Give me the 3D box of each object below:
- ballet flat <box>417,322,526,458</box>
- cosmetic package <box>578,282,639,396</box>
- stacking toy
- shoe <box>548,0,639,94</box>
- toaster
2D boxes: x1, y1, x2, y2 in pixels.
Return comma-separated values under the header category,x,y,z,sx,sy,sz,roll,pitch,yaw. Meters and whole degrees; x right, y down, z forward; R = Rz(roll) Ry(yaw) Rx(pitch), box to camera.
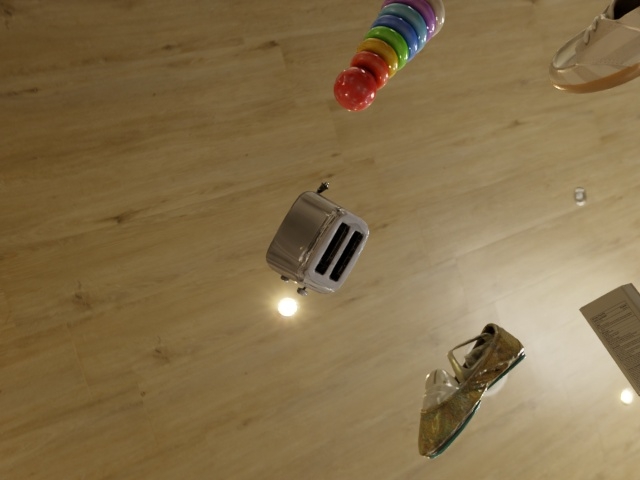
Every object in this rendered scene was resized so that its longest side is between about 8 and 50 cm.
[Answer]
category,x,y,z,sx,sy,sz,roll,pitch,yaw
ballet flat,0.281,0.282,1.044,0.349,0.123,0.123,-33,-78,-33
cosmetic package,0.363,0.112,0.599,0.041,0.060,0.115,-3,-121,-43
stacking toy,0.134,-0.403,1.120,0.141,0.141,0.330,42,-111,-18
shoe,0.240,-0.164,0.351,0.058,0.219,0.076,41,-109,-15
toaster,0.000,0.000,1.060,0.129,0.146,0.226,30,-89,-39
